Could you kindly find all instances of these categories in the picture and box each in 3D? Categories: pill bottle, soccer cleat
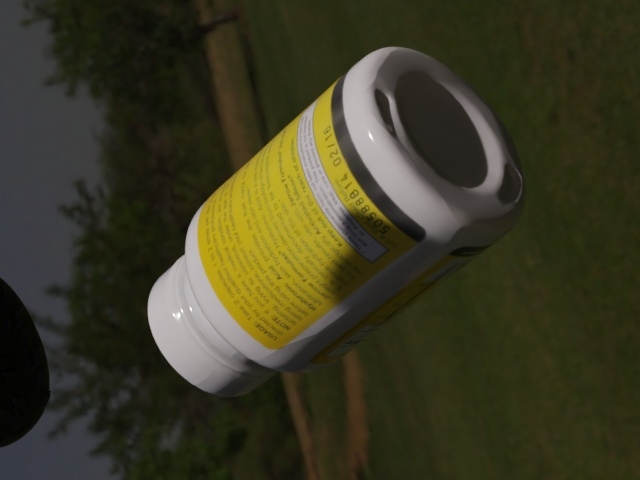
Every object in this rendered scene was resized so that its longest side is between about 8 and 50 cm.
[{"bbox_3d":[0.000,0.000,0.471,0.065,0.116,0.065,29,-140,-28],"label":"pill bottle"},{"bbox_3d":[-0.315,0.028,1.151,0.116,0.108,0.318,20,153,52],"label":"soccer cleat"}]
